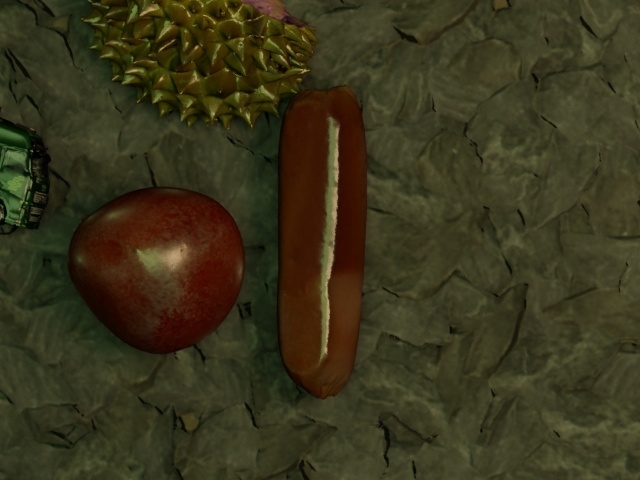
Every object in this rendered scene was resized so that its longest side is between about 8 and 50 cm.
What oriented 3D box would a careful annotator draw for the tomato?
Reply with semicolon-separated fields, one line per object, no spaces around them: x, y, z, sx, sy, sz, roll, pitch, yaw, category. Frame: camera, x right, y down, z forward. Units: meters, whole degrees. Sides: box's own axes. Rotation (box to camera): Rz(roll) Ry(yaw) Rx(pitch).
-0.150;0.025;1.482;0.167;0.167;0.167;0;90;2;tomato

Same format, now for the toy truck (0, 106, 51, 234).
-0.387;-0.087;1.522;0.259;0.088;0.121;14;90;3;toy truck

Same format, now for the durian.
-0.136;-0.204;1.506;0.260;0.154;0.186;24;115;9;durian

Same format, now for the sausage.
0.000;0.000;1.506;0.083;0.089;0.300;3;90;15;sausage
